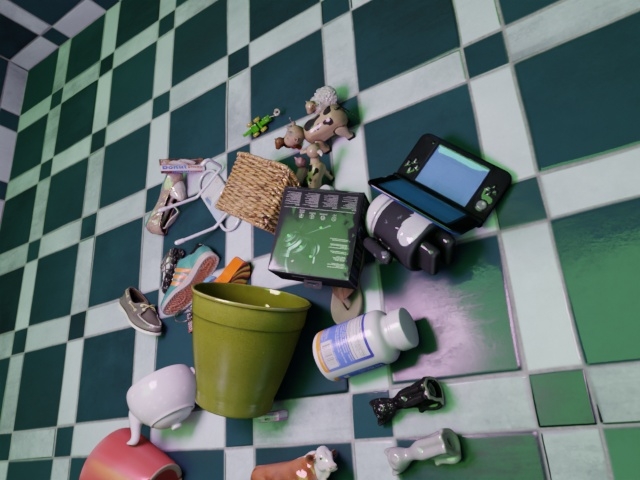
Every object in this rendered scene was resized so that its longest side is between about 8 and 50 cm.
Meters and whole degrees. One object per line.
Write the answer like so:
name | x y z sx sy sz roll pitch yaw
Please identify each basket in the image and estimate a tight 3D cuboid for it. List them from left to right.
basket | -0.171 -0.146 1.756 0.299 0.214 0.222 21 87 44

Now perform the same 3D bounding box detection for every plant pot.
plant pot | -0.622 0.805 1.738 0.243 0.275 0.274 10 80 29
plant pot | -0.236 0.336 1.585 0.367 0.367 0.352 11 93 37

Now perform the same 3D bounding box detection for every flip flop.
flip flop | 0.077 0.125 1.571 0.112 0.080 0.276 -1 74 35

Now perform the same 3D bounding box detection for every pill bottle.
pill bottle | 0.128 0.283 1.437 0.272 0.152 0.152 -26 61 25

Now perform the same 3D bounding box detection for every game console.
game console | 0.324 -0.162 1.388 0.293 0.173 0.250 34 88 24

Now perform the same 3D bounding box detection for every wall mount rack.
wall mount rack | -0.467 -0.143 2.021 0.304 0.131 0.350 -47 53 13

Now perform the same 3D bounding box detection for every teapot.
teapot | -0.518 0.554 1.766 0.256 0.253 0.187 -44 66 29

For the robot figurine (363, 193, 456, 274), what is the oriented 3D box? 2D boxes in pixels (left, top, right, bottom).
robot figurine | 0.249 -0.023 1.446 0.278 0.209 0.173 42 117 37

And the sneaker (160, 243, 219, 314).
sneaker | -0.515 0.146 1.977 0.302 0.108 0.121 -51 52 0

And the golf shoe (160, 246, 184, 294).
golf shoe | -0.602 0.126 2.069 0.094 0.077 0.198 -12 60 44

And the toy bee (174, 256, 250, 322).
toy bee | -0.361 0.201 1.835 0.299 0.162 0.195 -30 47 -5

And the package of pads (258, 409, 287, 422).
package of pads | -0.147 0.547 1.605 0.083 0.050 0.031 -18 70 29

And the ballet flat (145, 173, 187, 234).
ballet flat | -0.627 -0.164 2.176 0.106 0.108 0.315 25 95 18

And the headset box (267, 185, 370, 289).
headset box | 0.000 0.000 1.515 0.247 0.131 0.282 5 75 17

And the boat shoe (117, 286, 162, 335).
boat shoe | -0.718 0.282 2.067 0.305 0.109 0.091 28 96 42

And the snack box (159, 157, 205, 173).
snack box | -0.574 -0.310 2.141 0.022 0.179 0.064 116 142 -54

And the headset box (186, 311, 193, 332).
headset box | -0.458 0.308 1.901 0.032 0.062 0.083 -33 57 23

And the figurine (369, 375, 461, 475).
figurine | 0.234 0.489 1.341 0.210 0.092 0.214 -33 59 32

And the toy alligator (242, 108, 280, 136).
toy alligator | -0.226 -0.460 2.010 0.190 0.056 0.051 -29 19 24

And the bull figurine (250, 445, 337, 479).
bull figurine | -0.067 0.698 1.464 0.311 0.101 0.188 -22 64 28

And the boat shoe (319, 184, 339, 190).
boat shoe | 0.035 -0.043 1.657 0.096 0.088 0.267 -19 65 48

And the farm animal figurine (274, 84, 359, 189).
farm animal figurine | -0.026 -0.339 1.745 0.327 0.172 0.330 -43 55 16
